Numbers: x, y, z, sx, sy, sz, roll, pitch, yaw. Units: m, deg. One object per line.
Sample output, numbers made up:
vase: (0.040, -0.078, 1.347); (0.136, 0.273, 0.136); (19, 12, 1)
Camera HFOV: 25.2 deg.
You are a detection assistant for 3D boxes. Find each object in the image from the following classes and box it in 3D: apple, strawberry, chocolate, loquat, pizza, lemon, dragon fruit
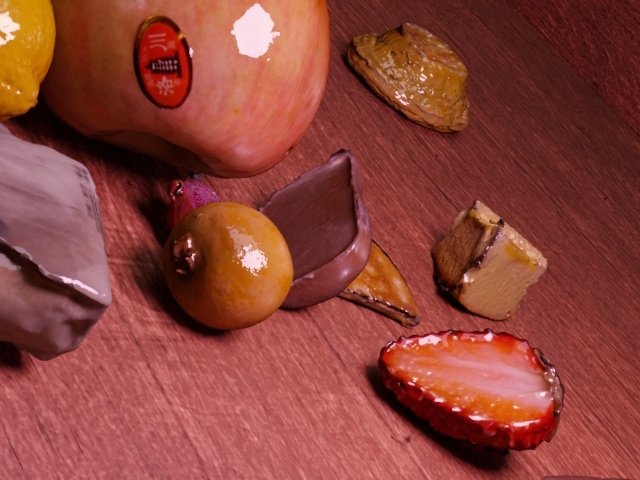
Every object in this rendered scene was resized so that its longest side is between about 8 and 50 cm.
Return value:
apple: (-0.176, -0.271, 1.787); (0.391, 0.347, 0.391); (13, -10, 2)
strawberry: (0.181, 0.199, 1.780); (0.236, 0.111, 0.190); (11, 36, -1)
chocolate: (0.000, 0.000, 1.853); (0.083, 0.161, 0.261); (55, 18, -29)
loquat: (-0.106, 0.029, 1.629); (0.163, 0.137, 0.163); (18, 59, -32)
pizza: (0.054, 0.057, 1.937); (0.185, 0.036, 0.176); (49, 34, 12)
lemon: (-0.419, -0.250, 1.601); (0.236, 0.236, 0.263); (13, 16, -44)
dragon fruit: (-0.151, -0.017, 1.750); (0.126, 0.068, 0.112); (50, 18, 6)

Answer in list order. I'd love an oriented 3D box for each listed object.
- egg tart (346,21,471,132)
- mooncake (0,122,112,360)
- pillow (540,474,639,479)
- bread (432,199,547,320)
egg tart: (0.187, -0.327, 2.742); (0.294, 0.123, 0.294); (29, 25, -15)
mooncake: (-0.333, -0.010, 1.383); (0.250, 0.136, 0.254); (24, 32, -23)
pillow: (0.432, 0.410, 1.705); (0.305, 0.108, 0.308); (13, 33, -42)
bread: (0.230, 0.018, 2.123); (0.169, 0.140, 0.160); (43, 12, 23)
